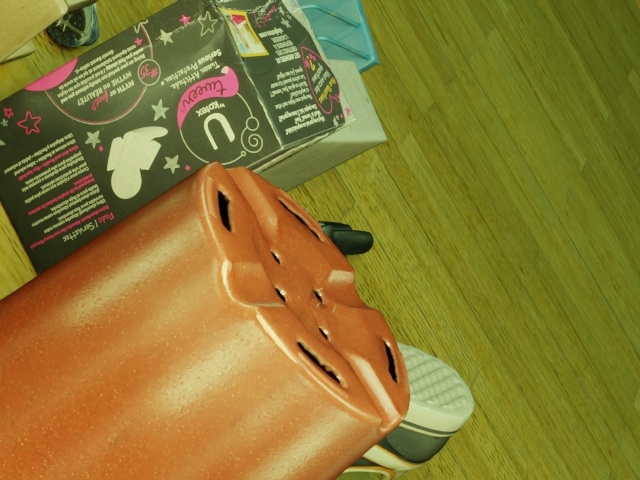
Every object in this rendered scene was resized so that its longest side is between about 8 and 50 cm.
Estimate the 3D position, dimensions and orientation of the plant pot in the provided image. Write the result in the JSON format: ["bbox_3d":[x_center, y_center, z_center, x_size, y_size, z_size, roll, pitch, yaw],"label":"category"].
[{"bbox_3d":[-0.104,0.105,1.198,0.272,0.265,0.272,46,18,-20],"label":"plant pot"}]

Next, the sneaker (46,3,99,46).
[{"bbox_3d":[-0.230,-0.232,1.680,0.058,0.052,0.135,17,58,-70],"label":"sneaker"}]

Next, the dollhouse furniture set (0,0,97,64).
[{"bbox_3d":[-0.225,-0.242,1.548,0.151,0.123,0.144,-27,89,-46],"label":"dollhouse furniture set"}]

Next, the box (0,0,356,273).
[{"bbox_3d":[-0.124,-0.092,1.501,0.142,0.247,0.163,65,25,-1],"label":"box"}]

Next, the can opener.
[{"bbox_3d":[0.000,0.000,1.892,0.059,0.073,0.186,28,15,17],"label":"can opener"}]

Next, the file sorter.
[{"bbox_3d":[-0.034,-0.244,1.976,0.104,0.118,0.170,16,52,-53],"label":"file sorter"}]

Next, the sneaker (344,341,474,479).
[{"bbox_3d":[-0.033,0.123,1.636,0.321,0.127,0.126,26,31,-15],"label":"sneaker"}]

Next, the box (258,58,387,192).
[{"bbox_3d":[-0.037,-0.110,1.821,0.170,0.130,0.091,-6,72,-64],"label":"box"}]
